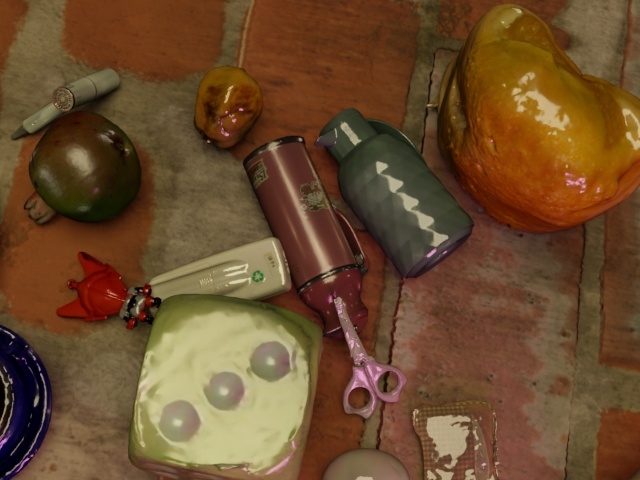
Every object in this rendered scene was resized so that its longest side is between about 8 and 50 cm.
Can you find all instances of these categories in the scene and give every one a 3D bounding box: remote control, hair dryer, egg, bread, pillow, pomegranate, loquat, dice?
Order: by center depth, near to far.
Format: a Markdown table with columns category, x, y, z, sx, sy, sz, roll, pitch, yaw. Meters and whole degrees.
| category | x | y | z | sx | sy | sz | roll | pitch | yaw |
| --- | --- | --- | --- | --- | --- | --- | --- | --- | --- |
| dice | -0.136 | 0.226 | 1.507 | 0.251 | 0.254 | 0.250 | 10 | 71 | 0 |
| egg | 0.068 | 0.366 | 1.559 | 0.134 | 0.103 | 0.103 | -3 | 75 | -7 |
| bread | 0.323 | -0.168 | 1.600 | 0.361 | 0.394 | 0.250 | 41 | 91 | 4 |
| pillow | 0.218 | 0.356 | 1.610 | 0.135 | 0.034 | 0.211 | -4 | 76 | -7 |
| remote control | -0.163 | 0.066 | 1.621 | 0.230 | 0.049 | 0.090 | -18 | 76 | 10 |
| pomegranate | -0.388 | -0.100 | 1.638 | 0.209 | 0.180 | 0.180 | -36 | 77 | 25 |
| loquat | -0.155 | -0.219 | 1.698 | 0.113 | 0.137 | 0.137 | 22 | 72 | -25 |
| hair dryer | -0.436 | -0.218 | 1.711 | 0.183 | 0.155 | 0.044 | -26 | 99 | 26 |

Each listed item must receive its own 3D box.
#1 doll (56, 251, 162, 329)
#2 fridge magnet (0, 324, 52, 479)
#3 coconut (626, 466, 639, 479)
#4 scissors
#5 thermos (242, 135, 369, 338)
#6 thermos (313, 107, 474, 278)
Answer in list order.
| category | x | y | z | sx | sy | sz | roll | pitch | yaw |
| --- | --- | --- | --- | --- | --- | --- | --- | --- | --- |
| doll | -0.329 | 0.088 | 1.617 | 0.169 | 0.057 | 0.109 | 15 | 81 | 27 |
| fridge magnet | -0.536 | 0.247 | 1.543 | 0.265 | 0.113 | 0.266 | 1 | 74 | -2 |
| coconut | 0.528 | 0.488 | 1.443 | 0.360 | 0.346 | 0.346 | -39 | 80 | -19 |
| scissors | 0.061 | 0.178 | 1.596 | 0.110 | 0.021 | 0.212 | -26 | 116 | -10 |
| thermos | -0.008 | 0.003 | 1.665 | 0.109 | 0.136 | 0.330 | -27 | 76 | 17 |
| thermos | 0.121 | -0.092 | 1.680 | 0.182 | 0.145 | 0.287 | -25 | 74 | -43 |
